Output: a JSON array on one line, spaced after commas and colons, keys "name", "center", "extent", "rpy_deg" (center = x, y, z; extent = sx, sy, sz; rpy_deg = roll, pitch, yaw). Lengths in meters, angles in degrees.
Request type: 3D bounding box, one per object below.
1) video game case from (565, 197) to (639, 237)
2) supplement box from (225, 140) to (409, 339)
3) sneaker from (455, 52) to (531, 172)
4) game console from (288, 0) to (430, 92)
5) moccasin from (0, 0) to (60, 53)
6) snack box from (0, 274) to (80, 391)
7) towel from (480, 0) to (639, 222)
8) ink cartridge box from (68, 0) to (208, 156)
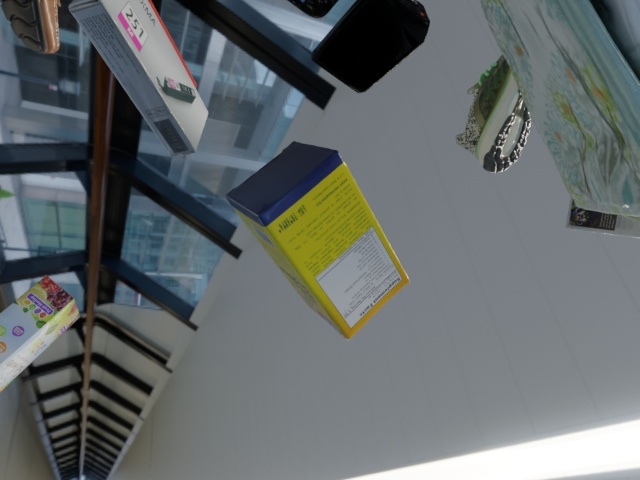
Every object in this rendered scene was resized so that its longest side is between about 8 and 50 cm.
[{"name": "video game case", "center": [0.606, -0.107, 0.869], "extent": [0.173, 0.022, 0.191], "rpy_deg": [15, -78, 53]}, {"name": "supplement box", "center": [0.000, 0.000, 0.906], "extent": [0.194, 0.357, 0.195], "rpy_deg": [-40, -149, -13]}, {"name": "sneaker", "center": [0.435, -0.385, 1.043], "extent": [0.182, 0.158, 0.411], "rpy_deg": [39, -60, 45]}, {"name": "game console", "center": [0.000, -0.411, 0.743], "extent": [0.213, 0.361, 0.044], "rpy_deg": [-25, -136, 55]}, {"name": "moccasin", "center": [-0.626, -0.614, 0.931], "extent": [0.147, 0.139, 0.381], "rpy_deg": [-44, 139, -58]}, {"name": "snack box", "center": [-0.535, 0.176, 0.752], "extent": [0.207, 0.070, 0.174], "rpy_deg": [-51, -174, -31]}, {"name": "towel", "center": [0.263, -0.195, 0.448], "extent": [0.090, 0.320, 0.375], "rpy_deg": [-25, -88, 18]}, {"name": "ink cartridge box", "center": [-0.281, -0.328, 0.750], "extent": [0.275, 0.060, 0.239], "rpy_deg": [67, 20, -49]}]
